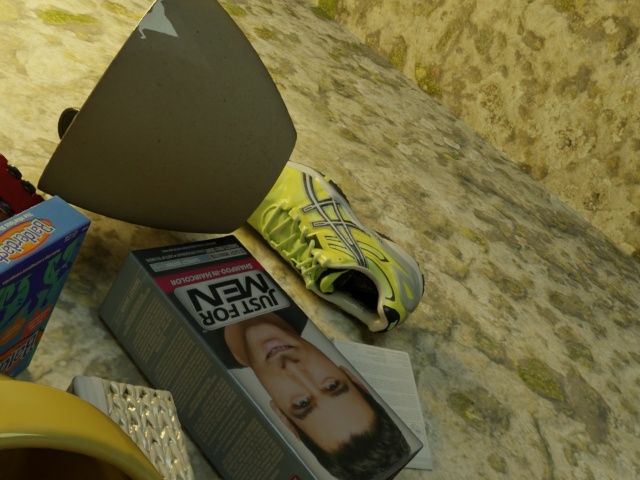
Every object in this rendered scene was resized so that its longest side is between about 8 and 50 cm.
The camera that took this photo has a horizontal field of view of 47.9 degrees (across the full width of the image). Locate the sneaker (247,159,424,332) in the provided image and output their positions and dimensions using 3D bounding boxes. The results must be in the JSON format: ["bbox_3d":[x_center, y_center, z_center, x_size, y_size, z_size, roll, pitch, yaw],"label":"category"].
[{"bbox_3d":[0.000,0.000,1.167,0.384,0.145,0.147,34,27,4],"label":"sneaker"}]

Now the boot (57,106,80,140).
[{"bbox_3d":[-0.285,-0.140,1.160,0.236,0.085,0.178,34,24,2],"label":"boot"}]

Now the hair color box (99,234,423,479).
[{"bbox_3d":[-0.075,0.164,0.861,0.374,0.114,0.185,46,30,21],"label":"hair color box"}]

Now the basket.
[{"bbox_3d":[-0.183,0.222,0.658,0.103,0.113,0.167,13,35,-38],"label":"basket"}]

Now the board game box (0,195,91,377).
[{"bbox_3d":[-0.305,0.075,0.657,0.047,0.210,0.160,35,29,3],"label":"board game box"}]

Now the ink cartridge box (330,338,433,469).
[{"bbox_3d":[0.077,0.234,1.009,0.145,0.045,0.179,16,51,-31],"label":"ink cartridge box"}]

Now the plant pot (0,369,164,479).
[{"bbox_3d":[-0.251,0.193,0.483,0.254,0.254,0.239,10,8,-37],"label":"plant pot"}]

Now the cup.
[{"bbox_3d":[-0.173,-0.140,0.944,0.237,0.331,0.331,35,27,-17],"label":"cup"}]

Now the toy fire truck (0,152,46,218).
[{"bbox_3d":[-0.396,-0.059,0.902,0.192,0.047,0.135,53,-23,-23],"label":"toy fire truck"}]
